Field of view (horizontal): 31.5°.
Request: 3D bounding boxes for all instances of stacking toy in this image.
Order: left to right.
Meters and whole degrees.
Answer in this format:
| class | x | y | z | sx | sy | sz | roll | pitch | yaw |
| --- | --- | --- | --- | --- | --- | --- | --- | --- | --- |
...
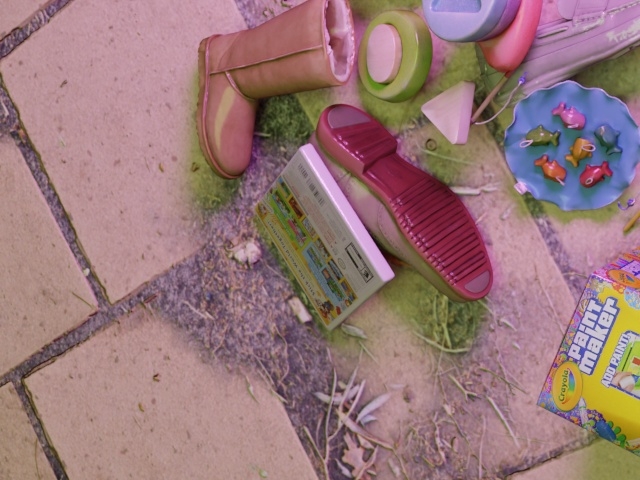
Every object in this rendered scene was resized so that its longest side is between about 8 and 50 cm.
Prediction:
| class | x | y | z | sx | sy | sz | roll | pitch | yaw |
| --- | --- | --- | --- | --- | --- | --- | --- | --- | --- |
| stacking toy | 0.123 | -0.297 | 1.501 | 0.309 | 0.130 | 0.279 | 43 | 120 | 43 |

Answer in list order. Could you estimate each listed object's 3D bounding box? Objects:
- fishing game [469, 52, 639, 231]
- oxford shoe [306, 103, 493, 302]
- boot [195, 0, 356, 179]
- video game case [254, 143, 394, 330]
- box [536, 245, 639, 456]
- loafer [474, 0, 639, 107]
| class | x | y | z | sx | sy | sz | roll | pitch | yaw |
| --- | --- | --- | --- | --- | --- | --- | --- | --- | --- |
| fishing game | 0.323 | -0.116 | 1.477 | 0.264 | 0.041 | 0.189 | 37 | 129 | 0 |
| oxford shoe | 0.107 | -0.035 | 1.624 | 0.348 | 0.123 | 0.130 | 52 | 137 | 16 |
| boot | -0.067 | -0.219 | 1.651 | 0.269 | 0.089 | 0.236 | -6 | 93 | 43 |
| video game case | 0.000 | 0.000 | 1.660 | 0.227 | 0.026 | 0.206 | 58 | 148 | 10 |
| box | 0.450 | 0.152 | 1.352 | 0.279 | 0.290 | 0.177 | 25 | 107 | 22 |
| loafer | 0.343 | -0.279 | 1.455 | 0.319 | 0.112 | 0.111 | -25 | 95 | 28 |
